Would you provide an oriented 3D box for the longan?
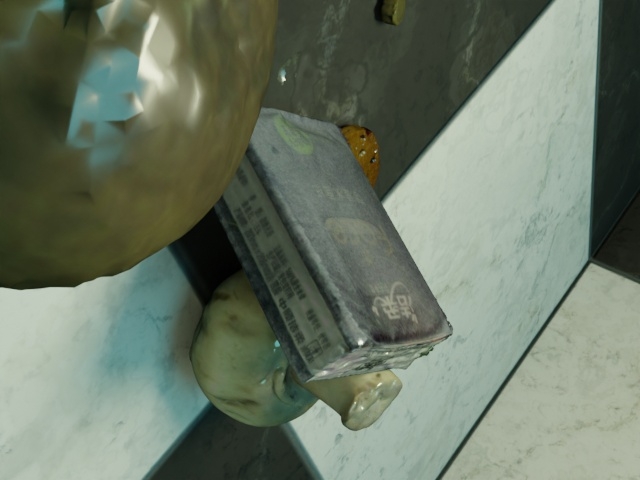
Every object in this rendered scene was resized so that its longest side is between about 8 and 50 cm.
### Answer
[{"bbox_3d":[-0.243,-0.162,0.743,0.436,0.404,0.403,-65,162,-55],"label":"longan"}]

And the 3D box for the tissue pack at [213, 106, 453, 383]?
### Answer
[{"bbox_3d":[0.000,0.000,1.196,0.124,0.394,0.288,-38,158,28],"label":"tissue pack"}]

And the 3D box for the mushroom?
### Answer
[{"bbox_3d":[-0.027,0.188,1.346,0.314,0.336,0.314,-27,133,-33],"label":"mushroom"}]

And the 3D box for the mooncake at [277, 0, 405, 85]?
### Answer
[{"bbox_3d":[0.030,-0.319,1.307,0.347,0.057,0.150,-13,111,-48],"label":"mooncake"}]

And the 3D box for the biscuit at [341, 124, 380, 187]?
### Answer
[{"bbox_3d":[0.036,-0.106,1.497,0.212,0.036,0.212,-36,141,-36],"label":"biscuit"}]
